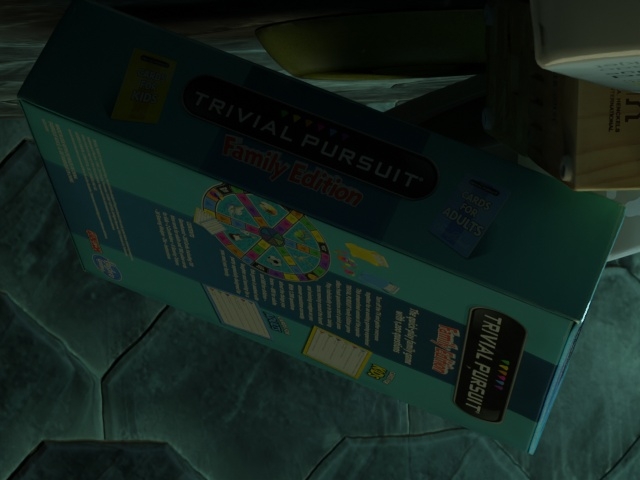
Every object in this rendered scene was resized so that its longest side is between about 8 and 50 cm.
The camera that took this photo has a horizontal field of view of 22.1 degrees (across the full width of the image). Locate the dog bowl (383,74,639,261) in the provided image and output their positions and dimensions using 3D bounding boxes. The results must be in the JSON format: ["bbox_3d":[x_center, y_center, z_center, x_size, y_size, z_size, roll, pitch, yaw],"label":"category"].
[{"bbox_3d":[0.177,-0.065,1.180,0.348,0.102,0.349,-17,-168,4],"label":"dog bowl"}]

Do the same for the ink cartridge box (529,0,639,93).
[{"bbox_3d":[0.142,-0.085,0.392,0.154,0.093,0.212,-2,-176,17],"label":"ink cartridge box"}]

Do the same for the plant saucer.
[{"bbox_3d":[0.072,-0.144,1.229,0.241,0.037,0.241,-3,-178,0],"label":"plant saucer"}]

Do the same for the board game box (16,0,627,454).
[{"bbox_3d":[0.000,0.000,1.009,0.336,0.079,0.254,22,159,10],"label":"board game box"}]

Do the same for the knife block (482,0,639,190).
[{"bbox_3d":[0.233,-0.084,0.893,0.242,0.088,0.276,-1,-167,-9],"label":"knife block"}]
